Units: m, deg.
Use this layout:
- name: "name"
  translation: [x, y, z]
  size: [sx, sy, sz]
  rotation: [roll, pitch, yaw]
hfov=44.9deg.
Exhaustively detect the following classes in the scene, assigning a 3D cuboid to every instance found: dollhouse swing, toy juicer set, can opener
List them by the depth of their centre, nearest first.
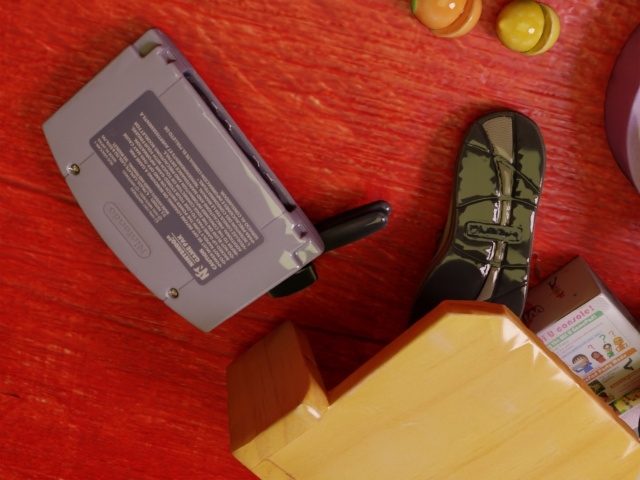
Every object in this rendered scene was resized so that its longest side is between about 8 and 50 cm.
- name: "toy juicer set"
  translation: [0.231, -0.277, 0.721]
  size: [0.329, 0.089, 0.209]
  rotation: [-7, 116, 7]
- name: "dollhouse swing"
  translation: [0.121, 0.200, 0.894]
  size: [0.347, 0.315, 0.305]
  rotation: [42, 95, -16]
- name: "can opener"
  translation: [0.000, 0.000, 0.894]
  size: [0.186, 0.059, 0.073]
  rotation: [-29, 119, 21]

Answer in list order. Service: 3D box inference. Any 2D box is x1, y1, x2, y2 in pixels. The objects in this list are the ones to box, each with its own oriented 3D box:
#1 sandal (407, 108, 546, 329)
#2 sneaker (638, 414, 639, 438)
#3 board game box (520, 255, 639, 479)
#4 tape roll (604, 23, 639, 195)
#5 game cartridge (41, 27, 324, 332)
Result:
- name: "sandal"
  translation: [0.184, 0.003, 0.878]
  size: [0.120, 0.086, 0.302]
  rotation: [15, 102, 2]
- name: "sneaker"
  translation: [0.499, 0.166, 0.853]
  size: [0.341, 0.125, 0.139]
  rotation: [-28, 125, -14]
- name: "board game box"
  translation: [0.328, 0.200, 0.956]
  size: [0.224, 0.097, 0.303]
  rotation: [-39, 110, 20]
- name: "tape roll"
  translation: [0.438, -0.133, 0.781]
  size: [0.275, 0.090, 0.274]
  rotation: [1, 117, 2]
- name: "game cartridge"
  translation: [-0.159, -0.054, 0.853]
  size: [0.198, 0.062, 0.297]
  rotation: [-34, 97, 23]
